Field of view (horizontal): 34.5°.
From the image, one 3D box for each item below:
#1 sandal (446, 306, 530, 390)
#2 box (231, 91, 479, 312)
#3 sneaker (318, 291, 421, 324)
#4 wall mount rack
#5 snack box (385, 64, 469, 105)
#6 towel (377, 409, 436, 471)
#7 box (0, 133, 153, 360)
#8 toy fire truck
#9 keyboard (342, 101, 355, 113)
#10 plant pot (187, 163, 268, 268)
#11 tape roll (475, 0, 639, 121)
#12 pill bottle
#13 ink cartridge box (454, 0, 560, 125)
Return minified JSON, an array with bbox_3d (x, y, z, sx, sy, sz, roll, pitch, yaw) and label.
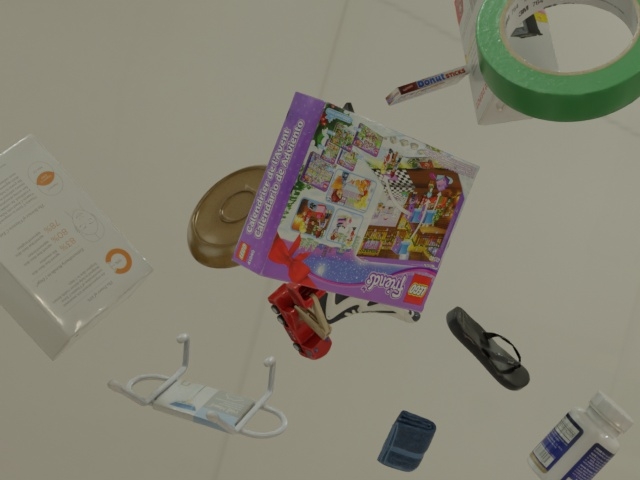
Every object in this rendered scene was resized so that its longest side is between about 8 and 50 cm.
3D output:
[{"bbox_3d":[0.360,0.227,2.135,0.254,0.054,0.097,41,29,-27],"label":"sandal"},{"bbox_3d":[0.050,-0.035,1.208,0.293,0.201,0.057,16,7,-46],"label":"box"},{"bbox_3d":[0.073,0.123,2.059,0.235,0.153,0.094,29,34,-16],"label":"sneaker"},{"bbox_3d":[-0.242,0.294,1.990,0.350,0.131,0.304,13,21,17],"label":"wall mount rack"},{"bbox_3d":[0.225,-0.325,2.157,0.178,0.022,0.064,-21,-5,-24],"label":"snack box"},{"bbox_3d":[0.135,0.319,1.614,0.067,0.119,0.029,19,41,1],"label":"towel"},{"bbox_3d":[-0.520,0.015,1.922,0.345,0.215,0.168,48,-33,-1],"label":"box"},{"bbox_3d":[-0.021,0.127,1.711,0.135,0.047,0.192,15,-40,53],"label":"toy fire truck"},{"bbox_3d":[0.017,-0.144,1.813,0.038,0.192,0.100,22,32,-20],"label":"keyboard"},{"bbox_3d":[-0.140,-0.053,1.822,0.236,0.236,0.032,15,-29,41],"label":"plant pot"},{"bbox_3d":[0.431,-0.354,1.782,0.321,0.321,0.077,15,-26,22],"label":"tape roll"},{"bbox_3d":[0.478,0.371,1.881,0.112,0.187,0.112,40,9,-8],"label":"pill bottle"},{"bbox_3d":[0.375,-0.421,2.111,0.131,0.306,0.226,-8,-17,-6],"label":"ink cartridge box"}]
